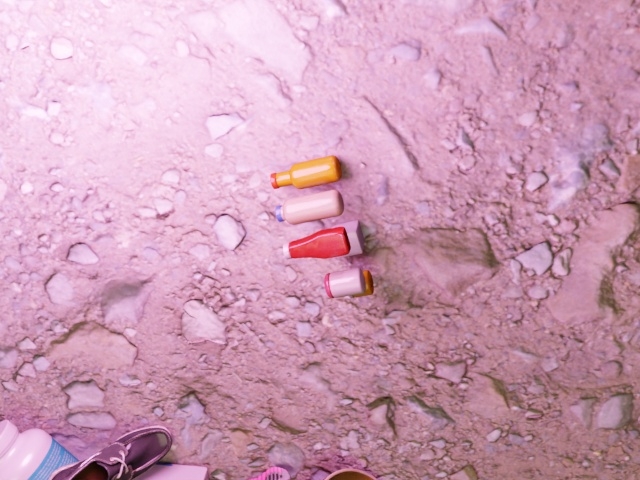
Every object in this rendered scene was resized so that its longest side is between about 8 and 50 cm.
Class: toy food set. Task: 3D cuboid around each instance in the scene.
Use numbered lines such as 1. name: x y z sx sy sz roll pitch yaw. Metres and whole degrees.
1. toy food set: 0.000 0.000 1.341 0.104 0.111 0.232 -11 117 15

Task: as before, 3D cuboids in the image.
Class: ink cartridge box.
1. ink cartridge box: -0.286 0.529 1.706 0.148 0.086 0.203 3 122 7

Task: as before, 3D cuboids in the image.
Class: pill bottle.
1. pill bottle: -0.515 0.450 1.655 0.146 0.146 0.264 -32 112 23

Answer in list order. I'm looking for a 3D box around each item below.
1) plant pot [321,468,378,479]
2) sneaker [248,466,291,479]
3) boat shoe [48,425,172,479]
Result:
1. plant pot: -0.007 0.566 1.635 0.237 0.237 0.254 43 132 -17
2. sneaker: -0.095 0.465 1.673 0.119 0.047 0.057 -29 120 30
3. boat shoe: -0.368 0.407 1.595 0.233 0.079 0.084 -24 97 -20
